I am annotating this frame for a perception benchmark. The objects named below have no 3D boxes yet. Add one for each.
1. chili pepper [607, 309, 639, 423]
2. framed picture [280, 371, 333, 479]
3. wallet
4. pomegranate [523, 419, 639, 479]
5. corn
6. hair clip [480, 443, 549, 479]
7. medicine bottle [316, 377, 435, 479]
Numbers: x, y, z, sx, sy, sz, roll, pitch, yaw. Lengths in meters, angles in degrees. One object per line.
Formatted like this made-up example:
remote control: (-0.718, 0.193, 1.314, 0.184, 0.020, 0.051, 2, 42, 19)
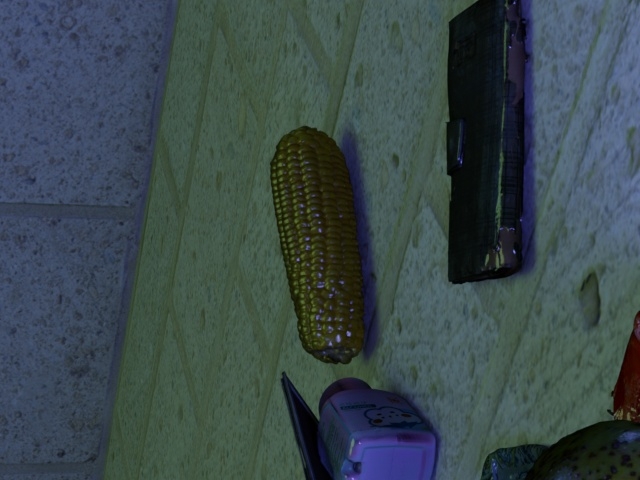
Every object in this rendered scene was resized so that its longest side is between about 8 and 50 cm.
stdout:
chili pepper: (0.287, 0.105, 1.248, 0.070, 0.073, 0.123, 28, 127, 23)
framed picture: (0.015, 0.313, 1.934, 0.197, 0.014, 0.252, -107, -10, -47)
wallet: (0.181, -0.113, 1.642, 0.169, 0.044, 0.317, 161, 111, -73)
pomegranate: (0.241, 0.262, 1.127, 0.214, 0.214, 0.248, -164, 88, -72)
corn: (0.000, 0.000, 2.093, 0.120, 0.120, 0.363, 124, 140, -59)
hair clip: (0.213, 0.240, 1.516, 0.229, 0.036, 0.066, 132, 142, -73)
medicine bottle: (0.059, 0.246, 1.863, 0.188, 0.119, 0.094, -132, 47, -65)
